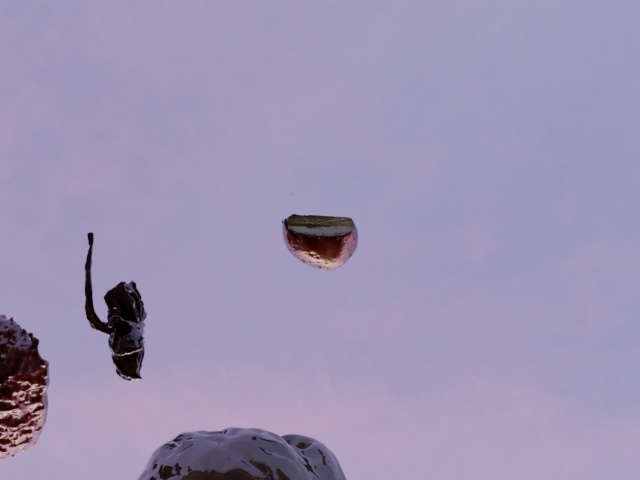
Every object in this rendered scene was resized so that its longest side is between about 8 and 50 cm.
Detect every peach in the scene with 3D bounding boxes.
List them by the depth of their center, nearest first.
[{"bbox_3d":[0.000,0.000,1.093,0.077,0.050,0.083,-32,-54,21],"label":"peach"}]

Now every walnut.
[{"bbox_3d":[-0.065,0.293,0.933,0.227,0.273,0.273,-27,-87,-23],"label":"walnut"}]

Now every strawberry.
[{"bbox_3d":[-0.356,0.167,1.045,0.098,0.228,0.174,-18,-81,-38],"label":"strawberry"}]

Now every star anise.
[{"bbox_3d":[-0.252,0.081,1.220,0.070,0.097,0.190,-11,-97,1],"label":"star anise"}]
